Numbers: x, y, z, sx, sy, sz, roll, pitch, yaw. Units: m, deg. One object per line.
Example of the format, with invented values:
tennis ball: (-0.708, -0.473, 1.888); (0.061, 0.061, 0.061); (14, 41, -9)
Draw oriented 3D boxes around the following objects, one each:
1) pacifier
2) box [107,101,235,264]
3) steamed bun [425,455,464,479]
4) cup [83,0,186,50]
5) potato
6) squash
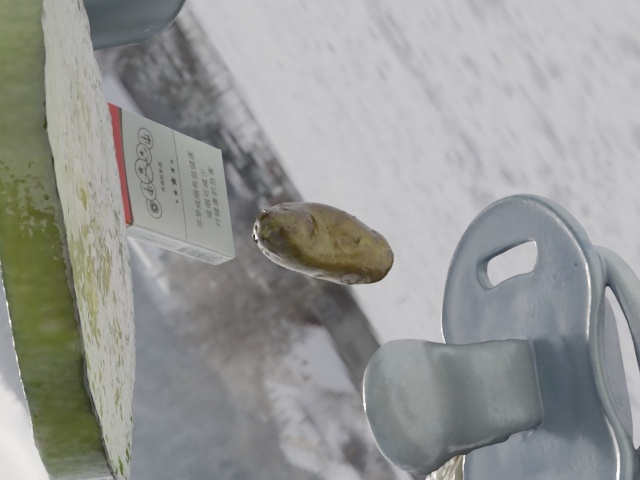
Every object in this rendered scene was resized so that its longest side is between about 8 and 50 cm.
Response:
pacifier: (0.121, 0.101, 1.064); (0.227, 0.207, 0.279); (148, 118, -61)
box: (-0.182, -0.063, 1.605); (0.245, 0.035, 0.139); (18, -123, -53)
steamed bun: (0.146, 0.332, 1.399); (0.189, 0.247, 0.428); (29, 143, 6)
cup: (-0.260, -0.218, 1.052); (0.205, 0.312, 0.205); (16, 114, 41)
potato: (0.000, 0.000, 0.886); (0.092, 0.045, 0.046); (15, -139, -27)
squash: (-0.108, -0.008, 0.611); (0.219, 0.041, 0.219); (172, 90, -88)
